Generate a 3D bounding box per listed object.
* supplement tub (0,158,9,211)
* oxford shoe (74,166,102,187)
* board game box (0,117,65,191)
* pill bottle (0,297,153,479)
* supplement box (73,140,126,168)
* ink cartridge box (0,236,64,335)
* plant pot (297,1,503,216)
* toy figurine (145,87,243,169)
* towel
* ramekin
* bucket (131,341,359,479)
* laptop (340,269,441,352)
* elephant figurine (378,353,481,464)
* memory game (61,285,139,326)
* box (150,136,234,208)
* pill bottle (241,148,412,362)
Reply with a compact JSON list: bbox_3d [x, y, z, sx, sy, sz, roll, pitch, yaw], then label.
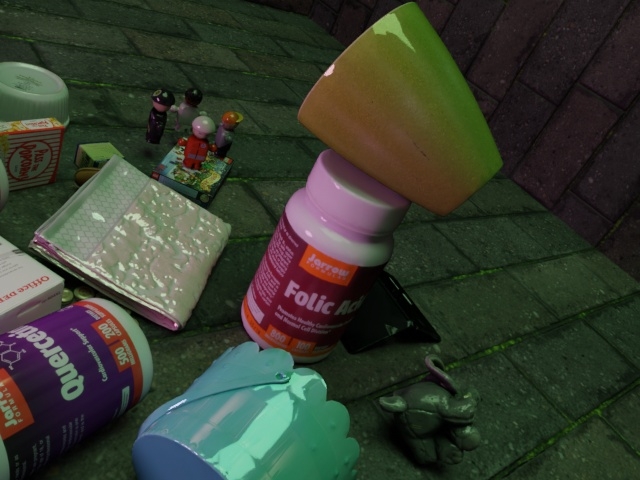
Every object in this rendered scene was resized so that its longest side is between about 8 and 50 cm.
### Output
[{"bbox_3d":[-0.691,-0.078,0.934,0.191,0.191,0.272,30,31,5],"label":"supplement tub"},{"bbox_3d":[-0.458,-0.098,1.257,0.212,0.076,0.076,25,37,-5],"label":"oxford shoe"},{"bbox_3d":[-0.636,-0.172,1.158,0.045,0.147,0.193,38,33,18],"label":"board game box"},{"bbox_3d":[-0.395,0.211,0.742,0.181,0.181,0.323,37,32,16],"label":"pill bottle"},{"bbox_3d":[-0.530,-0.192,1.353,0.083,0.056,0.083,41,34,22],"label":"supplement box"},{"bbox_3d":[-0.548,0.073,0.909,0.203,0.086,0.148,31,32,12],"label":"ink cartridge box"},{"bbox_3d":[0.159,-0.191,0.959,0.293,0.275,0.275,48,33,2],"label":"plant pot"},{"bbox_3d":[-0.338,-0.313,1.502,0.213,0.148,0.209,33,32,12],"label":"toy figurine"},{"bbox_3d":[-0.360,-0.009,1.149,0.317,0.053,0.332,33,36,-13],"label":"towel"},{"bbox_3d":[-0.728,-0.354,1.393,0.207,0.109,0.207,20,32,-13],"label":"ramekin"},{"bbox_3d":[-0.104,0.298,0.757,0.281,0.281,0.183,37,41,16],"label":"bucket"},{"bbox_3d":[0.132,0.170,1.366,0.264,0.136,0.234,31,19,-50],"label":"laptop"},{"bbox_3d":[0.227,0.317,1.120,0.169,0.186,0.239,-14,16,14],"label":"elephant figurine"},{"bbox_3d":[-0.414,0.145,0.988,0.186,0.012,0.186,19,32,-12],"label":"memory game"},{"bbox_3d":[-0.337,-0.185,1.502,0.159,0.044,0.233,23,31,-6],"label":"box"},{"bbox_3d":[0.007,0.034,1.103,0.224,0.392,0.224,19,32,-13],"label":"pill bottle"}]
